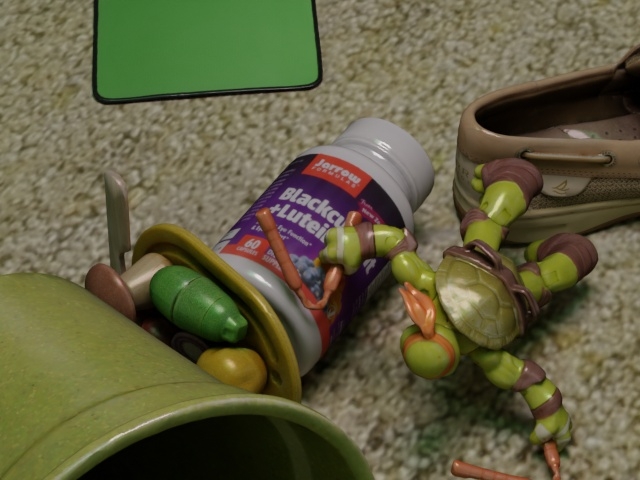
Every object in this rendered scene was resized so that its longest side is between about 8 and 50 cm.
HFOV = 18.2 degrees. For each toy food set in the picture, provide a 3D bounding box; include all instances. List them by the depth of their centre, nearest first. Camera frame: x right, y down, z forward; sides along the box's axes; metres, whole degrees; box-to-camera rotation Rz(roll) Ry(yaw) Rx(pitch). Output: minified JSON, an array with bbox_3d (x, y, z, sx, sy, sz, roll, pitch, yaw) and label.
[{"bbox_3d":[-0.107,0.062,1.353,0.071,0.128,0.218,-25,48,-34],"label":"toy food set"}]

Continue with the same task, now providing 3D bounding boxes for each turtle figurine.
[{"bbox_3d":[0.099,0.026,1.358,0.269,0.087,0.217,41,43,1],"label":"turtle figurine"}]

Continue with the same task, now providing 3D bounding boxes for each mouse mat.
[{"bbox_3d":[-0.096,-0.172,1.665,0.189,0.007,0.153,-3,46,-2],"label":"mouse mat"}]

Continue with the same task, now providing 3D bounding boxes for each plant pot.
[{"bbox_3d":[-0.146,0.154,1.208,0.276,0.276,0.254,-27,39,-21],"label":"plant pot"}]

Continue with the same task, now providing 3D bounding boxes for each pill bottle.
[{"bbox_3d":[0.000,0.000,1.425,0.108,0.108,0.193,23,52,23],"label":"pill bottle"}]

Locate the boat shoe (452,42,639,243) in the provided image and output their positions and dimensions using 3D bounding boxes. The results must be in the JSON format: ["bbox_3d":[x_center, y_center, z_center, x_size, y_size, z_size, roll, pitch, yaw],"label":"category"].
[{"bbox_3d":[0.266,-0.089,1.495,0.341,0.110,0.122,-16,48,-12],"label":"boat shoe"}]
